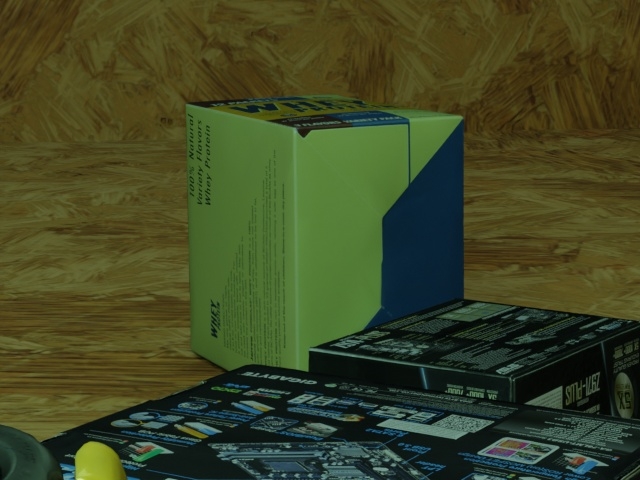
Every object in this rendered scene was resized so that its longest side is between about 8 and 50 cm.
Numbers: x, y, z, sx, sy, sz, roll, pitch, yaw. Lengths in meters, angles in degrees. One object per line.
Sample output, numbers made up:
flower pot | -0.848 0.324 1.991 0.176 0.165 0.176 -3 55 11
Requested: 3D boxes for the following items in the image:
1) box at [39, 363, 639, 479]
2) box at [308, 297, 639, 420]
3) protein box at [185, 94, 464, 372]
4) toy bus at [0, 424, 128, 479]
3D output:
box | 0.005 0.140 0.958 0.295 0.073 0.293 6 13 29
box | 0.101 0.096 1.177 0.147 0.078 0.180 6 12 34
protein box | 0.000 0.000 1.374 0.136 0.200 0.201 -5 11 -25
toy bus | -0.163 0.180 0.628 0.220 0.149 0.211 -4 27 -8
